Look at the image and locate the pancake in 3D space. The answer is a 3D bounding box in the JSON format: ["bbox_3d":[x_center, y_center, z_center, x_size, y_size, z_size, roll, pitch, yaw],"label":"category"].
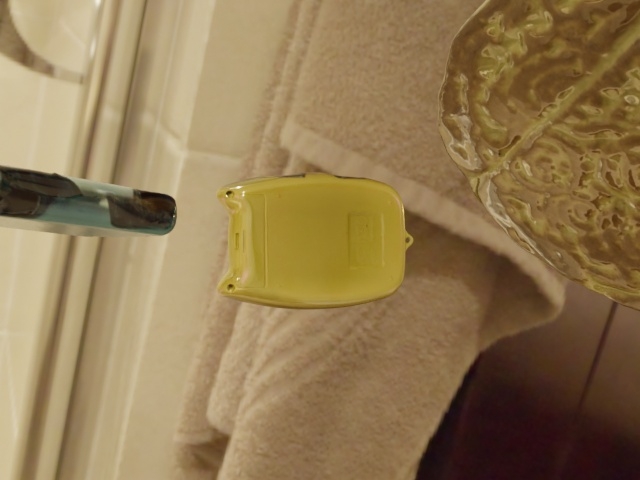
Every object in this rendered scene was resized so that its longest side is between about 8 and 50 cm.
[{"bbox_3d":[0.175,-0.046,0.466,0.250,0.250,0.031,20,50,26],"label":"pancake"}]

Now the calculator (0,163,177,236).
[{"bbox_3d":[-0.279,-0.037,0.897,0.173,0.051,0.293,-1,-6,36],"label":"calculator"}]

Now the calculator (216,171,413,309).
[{"bbox_3d":[0.000,0.000,0.998,0.237,0.157,0.033,-1,-2,-21],"label":"calculator"}]
